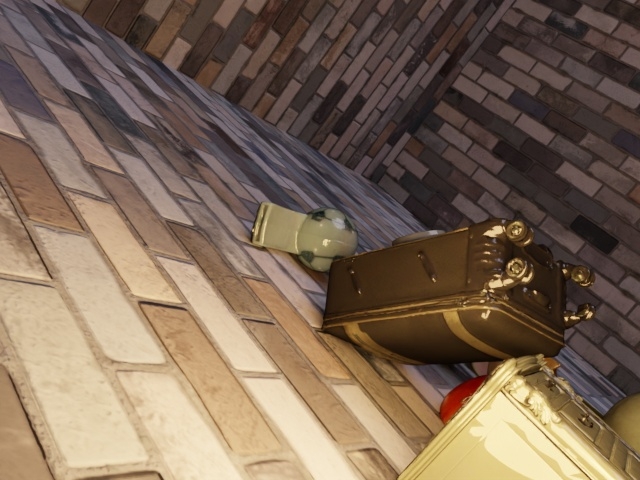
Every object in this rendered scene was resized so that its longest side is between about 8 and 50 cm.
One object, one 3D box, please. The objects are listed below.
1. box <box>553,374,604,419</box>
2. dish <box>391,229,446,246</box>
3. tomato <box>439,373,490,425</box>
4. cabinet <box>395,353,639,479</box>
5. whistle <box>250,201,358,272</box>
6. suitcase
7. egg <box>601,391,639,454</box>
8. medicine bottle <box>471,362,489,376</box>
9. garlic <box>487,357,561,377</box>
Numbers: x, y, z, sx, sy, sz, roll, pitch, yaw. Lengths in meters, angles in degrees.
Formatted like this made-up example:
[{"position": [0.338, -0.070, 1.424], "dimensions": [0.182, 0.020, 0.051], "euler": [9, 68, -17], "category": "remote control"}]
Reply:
[{"position": [0.502, 0.402, 1.279], "dimensions": [0.240, 0.159, 0.071], "euler": [39, 15, 5], "category": "box"}, {"position": [0.268, 0.047, 1.662], "dimensions": [0.303, 0.303, 0.120], "euler": [13, 65, -62], "category": "dish"}, {"position": [0.344, 0.322, 1.154], "dimensions": [0.228, 0.101, 0.228], "euler": [21, 19, -8], "category": "tomato"}, {"position": [0.328, 0.344, 0.849], "dimensions": [0.318, 0.227, 0.290], "euler": [44, 12, 26], "category": "cabinet"}, {"position": [-0.008, -0.006, 1.404], "dimensions": [0.163, 0.163, 0.290], "euler": [43, 15, 28], "category": "whistle"}, {"position": [0.222, 0.111, 1.104], "dimensions": [0.434, 0.194, 0.283], "euler": [-13, -30, 44], "category": "suitcase"}, {"position": [0.597, 0.435, 1.082], "dimensions": [0.259, 0.258, 0.352], "euler": [31, 54, -24], "category": "egg"}, {"position": [0.487, 0.298, 1.692], "dimensions": [0.133, 0.133, 0.274], "euler": [40, 13, 15], "category": "medicine bottle"}, {"position": [0.497, 0.353, 1.451], "dimensions": [0.196, 0.151, 0.338], "euler": [13, -31, 47], "category": "garlic"}]
